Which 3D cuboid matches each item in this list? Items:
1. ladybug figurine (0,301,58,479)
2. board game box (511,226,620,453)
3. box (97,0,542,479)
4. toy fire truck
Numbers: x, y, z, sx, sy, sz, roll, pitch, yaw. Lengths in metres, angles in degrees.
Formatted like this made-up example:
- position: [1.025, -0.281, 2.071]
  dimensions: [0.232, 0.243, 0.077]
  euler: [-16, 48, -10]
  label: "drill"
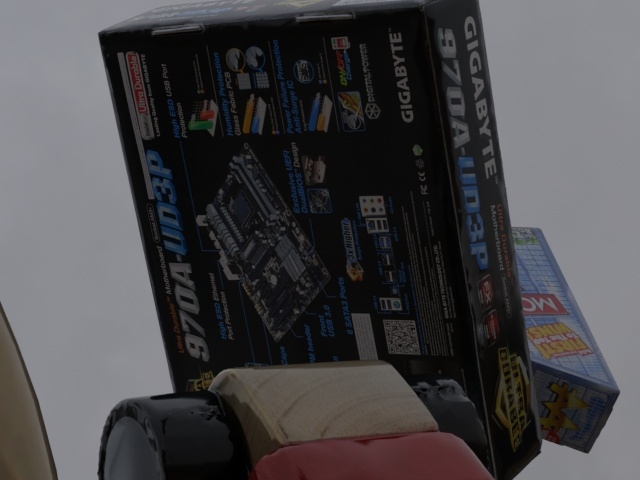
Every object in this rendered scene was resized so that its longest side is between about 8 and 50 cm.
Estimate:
- position: [-0.214, 0.145, 0.340]
  dimensions: [0.305, 0.449, 0.162]
  euler: [30, -5, -3]
  label: "ladybug figurine"
- position: [0.113, 0.067, 1.177]
  dimensions: [0.194, 0.194, 0.060]
  euler: [1, -55, -29]
  label: "board game box"
- position: [0.000, 0.000, 0.758]
  dimensions: [0.175, 0.220, 0.051]
  euler: [0, 18, 34]
  label: "box"
- position: [0.032, 0.183, 0.514]
  dimensions: [0.158, 0.246, 0.217]
  euler: [0, -58, -30]
  label: "toy fire truck"
